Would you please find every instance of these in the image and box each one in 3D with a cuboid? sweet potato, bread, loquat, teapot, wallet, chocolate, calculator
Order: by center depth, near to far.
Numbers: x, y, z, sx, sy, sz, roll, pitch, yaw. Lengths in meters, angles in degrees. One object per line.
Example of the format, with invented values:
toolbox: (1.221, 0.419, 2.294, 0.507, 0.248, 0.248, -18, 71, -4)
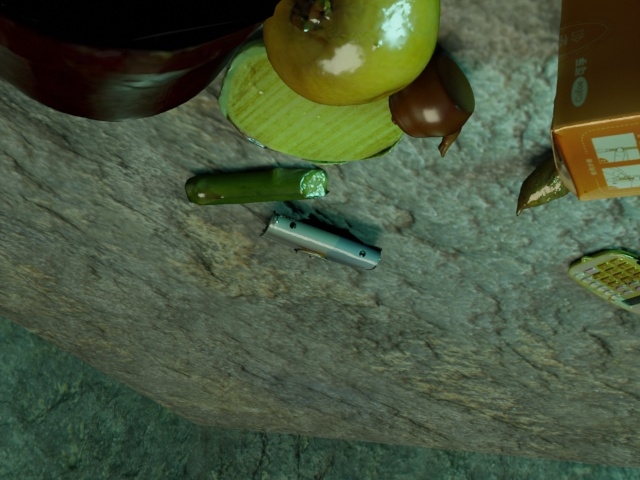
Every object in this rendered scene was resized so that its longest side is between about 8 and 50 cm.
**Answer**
chocolate: (-0.192, -0.281, 0.760, 0.383, 0.384, 0.331, 14, 163, -4)
loquat: (0.031, -0.251, 0.854, 0.208, 0.208, 0.208, 10, 154, 5)
teapot: (0.136, -0.189, 1.036, 0.116, 0.116, 0.173, -20, 115, 47)
bread: (-0.008, -0.203, 1.152, 0.301, 0.045, 0.301, 10, 156, 5)
sweet potato: (0.381, -0.111, 1.154, 0.226, 0.068, 0.068, -29, 135, 29)
calculator: (0.584, 0.076, 1.460, 0.236, 0.033, 0.157, 26, 152, -20)
wallet: (0.000, 0.000, 1.524, 0.231, 0.069, 0.170, 20, 171, -7)

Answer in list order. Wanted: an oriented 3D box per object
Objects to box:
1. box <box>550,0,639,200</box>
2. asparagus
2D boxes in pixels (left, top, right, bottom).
box: (0.421, -0.183, 0.799, 0.341, 0.225, 0.143, -6, 146, 32)
asparagus: (-0.120, -0.096, 1.395, 0.277, 0.060, 0.067, -3, 140, 27)
